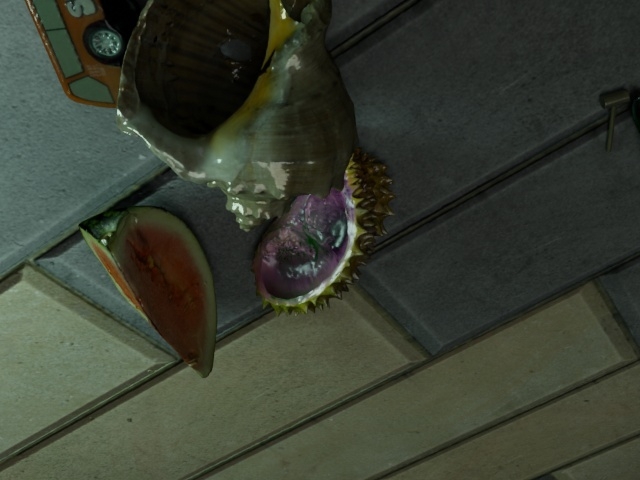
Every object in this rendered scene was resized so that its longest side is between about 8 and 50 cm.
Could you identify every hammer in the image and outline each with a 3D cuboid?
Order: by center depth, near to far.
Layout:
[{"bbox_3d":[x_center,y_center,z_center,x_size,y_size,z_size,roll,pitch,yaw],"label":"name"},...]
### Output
[{"bbox_3d":[0.414,-0.167,1.013,0.036,0.019,0.110,-16,140,3],"label":"hammer"}]

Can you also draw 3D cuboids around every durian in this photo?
[{"bbox_3d":[0.011,0.010,1.005,0.154,0.186,0.260,24,138,-24],"label":"durian"}]

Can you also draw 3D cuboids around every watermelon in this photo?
[{"bbox_3d":[-0.220,0.042,1.002,0.128,0.159,0.303,-38,135,-17],"label":"watermelon"}]

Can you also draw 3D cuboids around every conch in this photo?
[{"bbox_3d":[-0.089,-0.173,0.783,0.263,0.324,0.186,4,178,-24],"label":"conch"}]

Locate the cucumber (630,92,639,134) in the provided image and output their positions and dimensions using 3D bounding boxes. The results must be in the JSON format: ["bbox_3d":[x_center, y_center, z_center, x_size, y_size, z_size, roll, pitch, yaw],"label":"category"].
[{"bbox_3d":[0.477,-0.153,1.028,0.036,0.033,0.184,-44,132,-4],"label":"cucumber"}]

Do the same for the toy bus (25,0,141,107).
[{"bbox_3d":[-0.255,-0.311,0.669,0.092,0.093,0.408,-5,134,4],"label":"toy bus"}]
